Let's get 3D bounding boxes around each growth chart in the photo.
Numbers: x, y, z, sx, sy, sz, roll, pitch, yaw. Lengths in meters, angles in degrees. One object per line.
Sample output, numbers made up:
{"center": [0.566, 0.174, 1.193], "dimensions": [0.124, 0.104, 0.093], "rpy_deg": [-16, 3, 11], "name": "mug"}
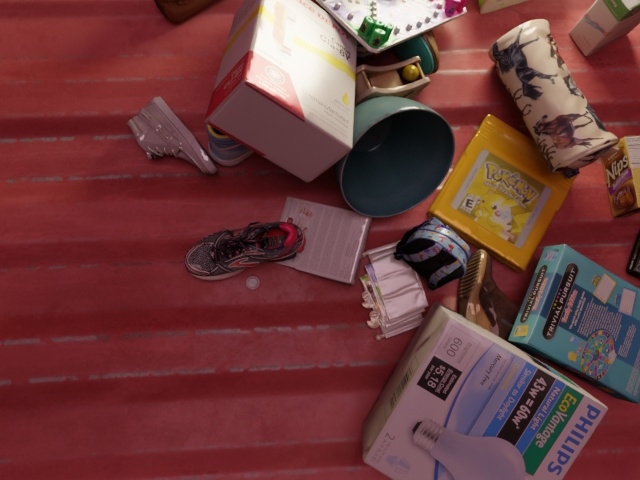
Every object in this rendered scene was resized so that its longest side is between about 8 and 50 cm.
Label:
{"center": [0.181, 0.119, 1.321], "dimensions": [0.171, 0.021, 0.238], "rpy_deg": [-11, 81, -4], "name": "growth chart"}

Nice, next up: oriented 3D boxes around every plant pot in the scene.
{"center": [0.147, -0.229, 1.278], "dimensions": [0.290, 0.290, 0.195], "rpy_deg": [-22, 46, -7], "name": "plant pot"}

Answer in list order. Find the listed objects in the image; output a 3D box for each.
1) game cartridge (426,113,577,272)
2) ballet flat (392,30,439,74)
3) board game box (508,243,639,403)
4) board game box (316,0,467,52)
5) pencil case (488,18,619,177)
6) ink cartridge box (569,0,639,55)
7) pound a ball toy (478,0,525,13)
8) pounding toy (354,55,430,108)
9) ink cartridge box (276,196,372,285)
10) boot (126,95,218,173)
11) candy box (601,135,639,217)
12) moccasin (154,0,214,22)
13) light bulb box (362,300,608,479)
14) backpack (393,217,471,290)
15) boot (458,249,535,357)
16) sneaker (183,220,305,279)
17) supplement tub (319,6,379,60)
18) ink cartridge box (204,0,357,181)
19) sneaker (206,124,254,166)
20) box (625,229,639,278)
{"center": [0.474, -0.126, 1.366], "dimensions": [0.285, 0.053, 0.324], "rpy_deg": [32, 80, 3], "name": "game cartridge"}
{"center": [0.209, -0.589, 1.419], "dimensions": [0.342, 0.116, 0.124], "rpy_deg": [41, 61, 8], "name": "ballet flat"}
{"center": [0.648, 0.199, 1.269], "dimensions": [0.335, 0.079, 0.254], "rpy_deg": [28, 79, -10], "name": "board game box"}
{"center": [0.139, -0.673, 1.349], "dimensions": [0.389, 0.050, 0.390], "rpy_deg": [-33, 74, -32], "name": "board game box"}
{"center": [0.582, -0.367, 1.339], "dimensions": [0.183, 0.160, 0.411], "rpy_deg": [-8, 70, -38], "name": "pencil case"}
{"center": [0.786, -0.603, 1.387], "dimensions": [0.154, 0.212, 0.093], "rpy_deg": [-29, 79, -7], "name": "ink cartridge box"}
{"center": [0.518, -0.770, 1.442], "dimensions": [0.318, 0.136, 0.208], "rpy_deg": [-18, 81, -7], "name": "pound a ball toy"}
{"center": [0.128, -0.419, 1.348], "dimensions": [0.269, 0.154, 0.155], "rpy_deg": [-20, 82, -7], "name": "pounding toy"}
{"center": [0.000, 0.000, 1.329], "dimensions": [0.224, 0.056, 0.181], "rpy_deg": [13, 79, 18], "name": "ink cartridge box"}
{"center": [-0.376, -0.235, 1.329], "dimensions": [0.123, 0.095, 0.258], "rpy_deg": [-40, 76, -3], "name": "boot"}
{"center": [0.789, -0.162, 1.360], "dimensions": [0.053, 0.109, 0.187], "rpy_deg": [-3, 79, -4], "name": "candy box"}
{"center": [-0.279, -0.734, 1.386], "dimensions": [0.379, 0.147, 0.139], "rpy_deg": [-33, 83, -8], "name": "moccasin"}
{"center": [0.330, 0.382, 1.144], "dimensions": [0.360, 0.225, 0.358], "rpy_deg": [29, 94, 3], "name": "light bulb box"}
{"center": [0.280, 0.024, 1.252], "dimensions": [0.158, 0.173, 0.117], "rpy_deg": [41, 69, -2], "name": "backpack"}
{"center": [0.448, 0.163, 1.311], "dimensions": [0.206, 0.090, 0.249], "rpy_deg": [15, 78, -13], "name": "boot"}
{"center": [-0.188, 0.011, 1.268], "dimensions": [0.298, 0.112, 0.121], "rpy_deg": [-17, 80, 3], "name": "sneaker"}
{"center": [0.067, -0.535, 1.374], "dimensions": [0.190, 0.117, 0.117], "rpy_deg": [12, 79, 8], "name": "supplement tub"}
{"center": [-0.070, -0.372, 1.190], "dimensions": [0.279, 0.160, 0.385], "rpy_deg": [26, 51, -29], "name": "ink cartridge box"}
{"center": [-0.145, -0.320, 1.289], "dimensions": [0.319, 0.208, 0.127], "rpy_deg": [-43, 84, -10], "name": "sneaker"}
{"center": [0.910, 0.036, 1.364], "dimensions": [0.184, 0.045, 0.191], "rpy_deg": [25, 79, -1], "name": "box"}
